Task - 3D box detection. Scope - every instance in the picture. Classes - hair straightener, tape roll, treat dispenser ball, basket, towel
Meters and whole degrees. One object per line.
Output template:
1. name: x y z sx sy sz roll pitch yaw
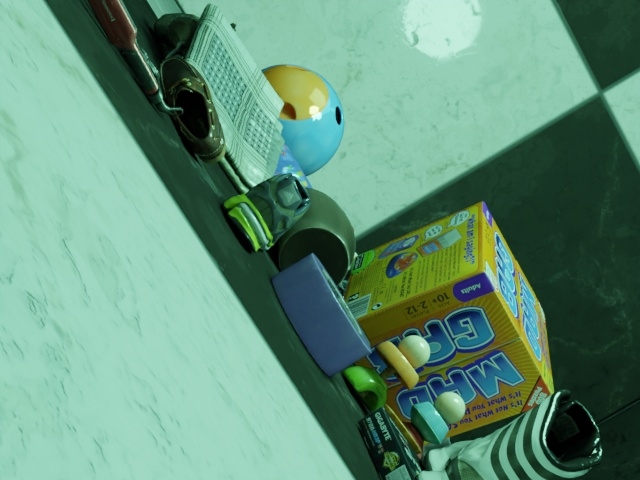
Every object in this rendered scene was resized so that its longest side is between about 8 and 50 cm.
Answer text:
1. hair straightener: -0.263 -0.278 1.243 0.230 0.047 0.089 58 3 -24
2. tape roll: 0.002 0.119 1.406 0.189 0.080 0.189 59 2 -3
3. treat dispenser ball: -0.085 -0.296 2.177 0.288 0.288 0.288 59 3 -4
4. basket: -0.013 0.010 1.664 0.204 0.154 0.227 57 6 -10
5. towel: -0.162 -0.263 1.714 0.324 0.056 0.312 58 25 -35

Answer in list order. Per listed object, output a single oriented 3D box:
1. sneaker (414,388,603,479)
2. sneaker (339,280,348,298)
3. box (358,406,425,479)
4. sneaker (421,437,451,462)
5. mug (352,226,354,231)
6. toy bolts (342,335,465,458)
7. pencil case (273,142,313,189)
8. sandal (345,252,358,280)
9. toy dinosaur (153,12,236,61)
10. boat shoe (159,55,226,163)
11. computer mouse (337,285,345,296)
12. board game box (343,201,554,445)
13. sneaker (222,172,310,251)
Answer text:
1. sneaker: 0.296 0.344 1.295 0.169 0.258 0.447 62 5 13
2. sneaker: 0.138 0.218 2.365 0.283 0.122 0.110 59 2 1
3. box: 0.148 0.391 1.359 0.220 0.051 0.175 57 4 -34
4. sneaker: 0.266 0.517 2.045 0.281 0.105 0.115 -119 -153 -72
5. mug: -0.008 -0.024 2.200 0.113 0.150 0.169 53 5 20
6. toy bolts: 0.182 0.302 1.575 0.228 0.158 0.218 58 -7 -34
7. pencil case: -0.094 -0.119 1.901 0.133 0.119 0.306 -7 59 -42
8. sandal: 0.057 0.061 2.225 0.265 0.102 0.076 4 67 -62
9. toy dinosaur: -0.286 -0.442 1.849 0.160 0.121 0.313 16 15 -35
10. boat shoe: -0.207 -0.221 1.383 0.207 0.073 0.073 60 1 25
11. computer mouse: 0.104 0.237 2.229 0.272 0.072 0.188 46 7 -11
12. board game box: 0.294 0.191 2.012 0.356 0.356 0.356 58 22 -18
13. sneaker: -0.074 -0.051 1.432 0.111 0.121 0.300 59 3 -6
